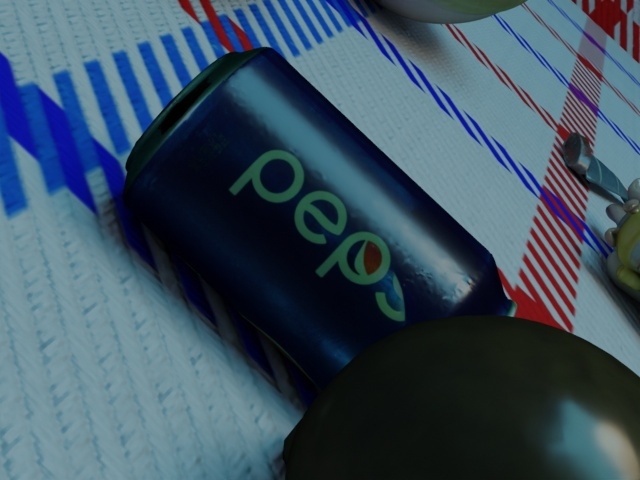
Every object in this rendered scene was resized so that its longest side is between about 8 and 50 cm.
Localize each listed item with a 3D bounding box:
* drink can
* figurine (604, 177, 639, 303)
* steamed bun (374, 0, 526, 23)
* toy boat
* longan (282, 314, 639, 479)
[{"bbox_3d":[0.000,0.000,0.603,0.205,0.118,0.118,43,23,1],"label":"drink can"},{"bbox_3d":[0.349,0.012,1.161,0.155,0.127,0.235,8,35,-39],"label":"figurine"},{"bbox_3d":[0.111,-0.392,1.312,0.309,0.309,0.309,35,24,-18],"label":"steamed bun"},{"bbox_3d":[0.359,-0.079,1.436,0.122,0.034,0.096,38,29,-17],"label":"toy boat"},{"bbox_3d":[0.066,0.112,0.484,0.204,0.159,0.185,13,-21,41],"label":"longan"}]
